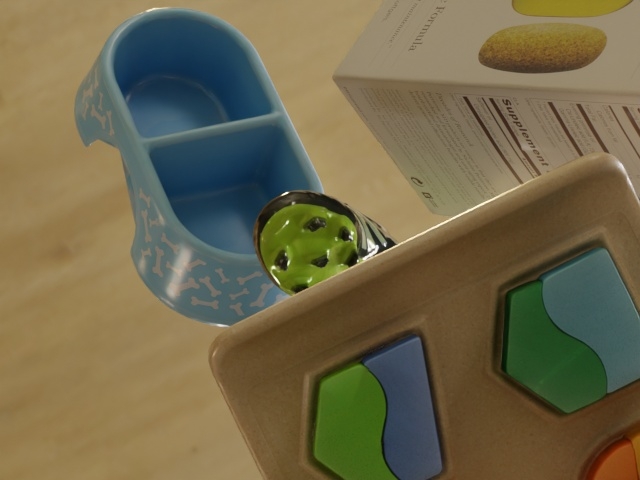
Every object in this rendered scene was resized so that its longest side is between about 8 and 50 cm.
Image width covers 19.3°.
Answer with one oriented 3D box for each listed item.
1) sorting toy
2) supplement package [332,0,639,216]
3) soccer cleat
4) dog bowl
[{"bbox_3d":[0.080,0.093,0.782,0.193,0.038,0.208,-26,-84,-2],"label":"sorting toy"},{"bbox_3d":[0.156,-0.096,1.109,0.134,0.244,0.139,51,-119,-36],"label":"supplement package"},{"bbox_3d":[0.000,0.000,1.096,0.060,0.072,0.179,-47,-28,8],"label":"soccer cleat"},{"bbox_3d":[-0.095,-0.070,1.555,0.166,0.297,0.074,-13,-30,-23],"label":"dog bowl"}]
